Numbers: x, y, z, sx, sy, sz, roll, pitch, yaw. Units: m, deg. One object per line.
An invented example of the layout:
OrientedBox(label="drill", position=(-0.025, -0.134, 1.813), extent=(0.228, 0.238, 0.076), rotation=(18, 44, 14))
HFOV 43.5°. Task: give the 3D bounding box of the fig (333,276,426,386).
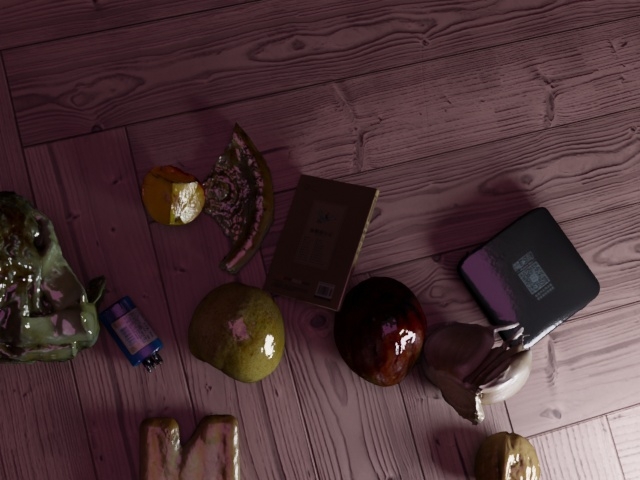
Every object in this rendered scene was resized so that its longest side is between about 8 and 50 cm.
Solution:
OrientedBox(label="fig", position=(0.145, 0.217, 1.892), extent=(0.223, 0.224, 0.263), rotation=(1, 88, -7))

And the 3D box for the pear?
OrientedBox(label="pear", position=(-0.185, 0.206, 1.859), extent=(0.228, 0.188, 0.211), rotation=(26, 87, -3))

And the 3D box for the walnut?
OrientedBox(label="walnut", position=(0.447, 0.541, 1.922), extent=(0.166, 0.149, 0.167), rotation=(-6, 67, 14))

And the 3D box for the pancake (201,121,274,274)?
OrientedBox(label="pancake", position=(-0.210, -0.104, 1.969), extent=(0.197, 0.054, 0.377), rotation=(-3, 81, -7))

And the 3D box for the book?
OrientedBox(label="book", position=(0.000, 0.000, 1.944), extent=(0.216, 0.021, 0.311), rotation=(14, 79, 27))

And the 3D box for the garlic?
OrientedBox(label="garlic", position=(0.369, 0.295, 1.908), extent=(0.292, 0.237, 0.210), rotation=(-40, 99, -44))

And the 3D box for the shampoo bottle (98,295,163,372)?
OrientedBox(label="shampoo bottle", position=(-0.438, 0.227, 1.893), extent=(0.087, 0.050, 0.183), rotation=(-35, 87, -13))

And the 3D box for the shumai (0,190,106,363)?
OrientedBox(label="shumai", position=(-0.632, 0.127, 1.730), extent=(0.348, 0.395, 0.395), rotation=(26, 80, -2))

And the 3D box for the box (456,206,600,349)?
OrientedBox(label="box", position=(0.525, 0.095, 2.030), extent=(0.290, 0.073, 0.289), rotation=(-35, 88, -11))

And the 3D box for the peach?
OrientedBox(label="peach", position=(-0.358, -0.106, 1.921), extent=(0.151, 0.118, 0.151), rotation=(-7, 108, -21))

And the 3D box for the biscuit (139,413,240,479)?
OrientedBox(label="biscuit", position=(-0.304, 0.552, 1.860), extent=(0.236, 0.062, 0.291), rotation=(-3, 82, -7))
